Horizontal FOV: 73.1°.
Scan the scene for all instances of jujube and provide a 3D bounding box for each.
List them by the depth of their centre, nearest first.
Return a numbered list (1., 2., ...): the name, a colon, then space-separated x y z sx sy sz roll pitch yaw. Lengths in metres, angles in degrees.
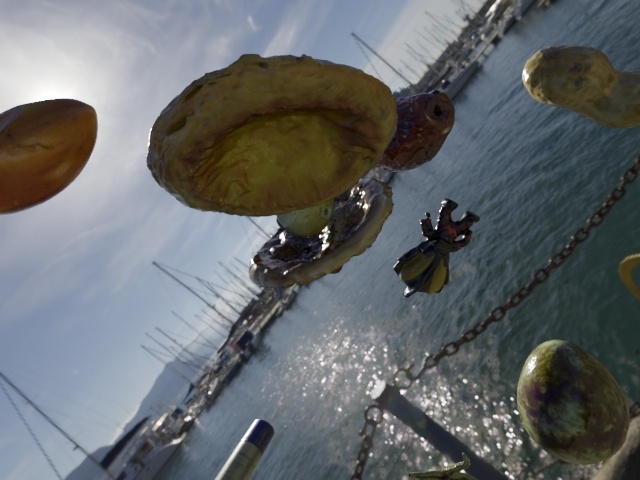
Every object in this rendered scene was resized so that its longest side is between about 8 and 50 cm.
1. jujube: 0.220 -0.283 1.129 0.197 0.197 0.290 -52 14 -22

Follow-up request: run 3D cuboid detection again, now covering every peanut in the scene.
1. peanut: 0.442 -0.246 0.693 0.103 0.229 0.098 -42 -25 -64

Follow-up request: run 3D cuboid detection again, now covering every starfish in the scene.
1. starfish: 0.317 0.613 1.094 0.050 0.223 0.217 -86 5 -73

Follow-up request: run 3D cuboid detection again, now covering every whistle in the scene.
1. whistle: -0.051 -0.076 0.858 0.223 0.123 0.123 20 65 45

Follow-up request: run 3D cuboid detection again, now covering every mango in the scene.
1. mango: -0.526 -0.164 0.797 0.256 0.187 0.138 -28 -30 -8

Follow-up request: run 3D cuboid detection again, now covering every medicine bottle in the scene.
1. medicine bottle: -0.171 0.475 0.891 0.059 0.059 0.231 -50 -2 33

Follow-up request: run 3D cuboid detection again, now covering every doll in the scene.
1. doll: 0.256 0.030 0.984 0.249 0.127 0.088 -57 -23 16

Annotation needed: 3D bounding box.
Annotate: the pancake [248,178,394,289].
1. pancake: -0.005 -0.016 0.902 0.355 0.065 0.356 -29 25 15

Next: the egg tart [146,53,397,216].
1. egg tart: -0.061 -0.142 0.556 0.318 0.128 0.319 -16 -19 -6

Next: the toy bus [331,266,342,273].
1. toy bus: 0.000 0.000 1.139 0.235 0.096 0.074 -108 32 -56

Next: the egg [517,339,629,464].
1. egg: 0.611 0.391 1.059 0.238 0.237 0.290 152 112 -85
